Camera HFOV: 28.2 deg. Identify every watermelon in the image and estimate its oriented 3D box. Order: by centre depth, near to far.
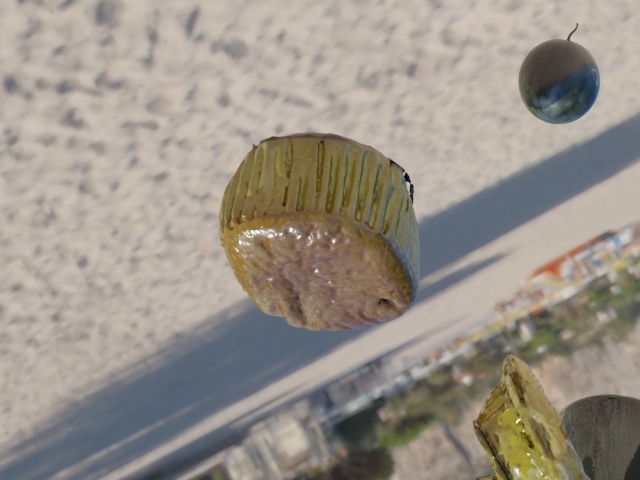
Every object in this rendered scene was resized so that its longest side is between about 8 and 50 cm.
[{"bbox_3d":[0.308,-0.215,1.629,0.105,0.133,0.105,14,176,1],"label":"watermelon"}]

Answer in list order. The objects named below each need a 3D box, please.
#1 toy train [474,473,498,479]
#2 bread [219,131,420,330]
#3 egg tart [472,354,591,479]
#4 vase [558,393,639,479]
[{"bbox_3d":[0.247,0.446,2.098,0.081,0.060,0.202,-4,146,-28],"label":"toy train"},{"bbox_3d":[0.000,0.000,1.465,0.227,0.142,0.253,1,145,9],"label":"bread"},{"bbox_3d":[0.191,0.193,1.133,0.074,0.191,0.191,-29,173,6],"label":"egg tart"},{"bbox_3d":[0.351,0.364,1.581,0.173,0.173,0.321,-34,-155,44],"label":"vase"}]
